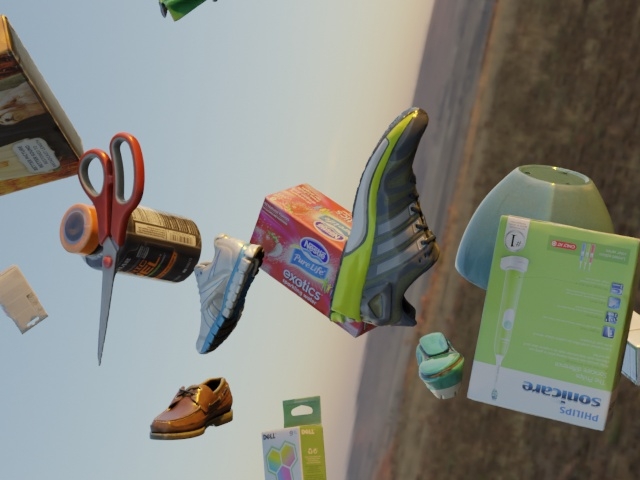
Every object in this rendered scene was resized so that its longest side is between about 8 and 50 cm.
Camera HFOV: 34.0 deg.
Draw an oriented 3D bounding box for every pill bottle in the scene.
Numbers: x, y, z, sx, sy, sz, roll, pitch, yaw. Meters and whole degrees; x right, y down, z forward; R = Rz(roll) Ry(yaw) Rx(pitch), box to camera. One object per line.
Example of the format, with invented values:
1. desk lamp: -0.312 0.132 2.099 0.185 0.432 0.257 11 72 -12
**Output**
1. pill bottle: -0.339 -0.002 1.856 0.246 0.130 0.130 14 -92 -49

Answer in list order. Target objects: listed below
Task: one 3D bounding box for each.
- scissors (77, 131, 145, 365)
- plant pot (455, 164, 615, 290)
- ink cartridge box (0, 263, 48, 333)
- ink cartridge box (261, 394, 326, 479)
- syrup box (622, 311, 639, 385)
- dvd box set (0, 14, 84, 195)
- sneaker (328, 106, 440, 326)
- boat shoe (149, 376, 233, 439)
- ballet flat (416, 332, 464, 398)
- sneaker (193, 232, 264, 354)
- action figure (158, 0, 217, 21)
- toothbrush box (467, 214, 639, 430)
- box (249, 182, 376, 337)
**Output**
1. scissors: -0.265 0.010 1.353 0.021 0.109 0.297 8 -105 -60
2. plant pot: 0.400 -0.025 1.873 0.290 0.290 0.195 -63 -19 -71
3. ink cartridge box: -0.558 0.108 1.926 0.063 0.029 0.115 -37 -67 -24
4. ink cartridge box: -0.049 0.392 1.910 0.109 0.062 0.209 -18 71 46
5. syrup box: 0.684 0.226 2.311 0.237 0.096 0.093 -125 28 -71
6. dvd box set: -0.541 -0.121 1.316 0.307 0.420 0.062 80 174 -66
7. sneaker: 0.101 -0.023 1.342 0.111 0.121 0.300 -63 -13 -70
8. boat shoe: -0.287 0.365 2.288 0.307 0.111 0.104 -7 -83 -73
9. ballet flat: 0.220 0.234 1.867 0.247 0.083 0.087 -80 -29 -81
10. sneaker: -0.148 0.073 1.485 0.190 0.083 0.071 -66 -13 20
11. action figure: -0.212 -0.501 1.976 0.232 0.137 0.063 -30 -15 -17
12. toothbrush box: 0.355 0.118 1.569 0.122 0.206 0.283 6 -86 -68
13. box: 0.016 0.028 1.737 0.122 0.257 0.128 -21 -41 -50
